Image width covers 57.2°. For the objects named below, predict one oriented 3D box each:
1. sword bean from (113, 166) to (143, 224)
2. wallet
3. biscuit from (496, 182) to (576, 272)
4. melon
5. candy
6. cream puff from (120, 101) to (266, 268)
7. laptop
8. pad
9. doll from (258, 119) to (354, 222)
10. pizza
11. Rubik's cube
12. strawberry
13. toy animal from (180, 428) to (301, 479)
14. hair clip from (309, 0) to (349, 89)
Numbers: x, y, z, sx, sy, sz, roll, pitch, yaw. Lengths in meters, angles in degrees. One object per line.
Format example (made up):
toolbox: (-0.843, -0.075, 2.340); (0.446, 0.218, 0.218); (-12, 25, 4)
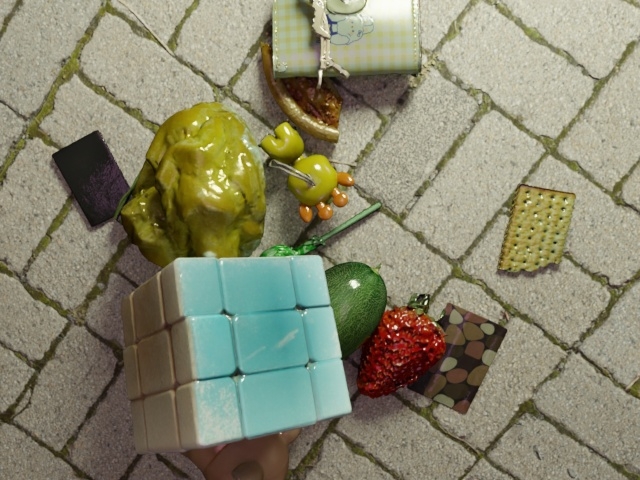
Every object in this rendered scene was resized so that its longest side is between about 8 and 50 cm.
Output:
sword bean: (-0.396, -0.152, 1.352); (0.043, 0.038, 0.269); (37, 96, 5)
wallet: (0.054, -0.448, 1.230); (0.309, 0.077, 0.224); (-1, 92, 0)
biscuit: (0.487, -0.020, 1.316); (0.143, 0.016, 0.203); (10, 99, 3)
melon: (0.039, 0.157, 1.297); (0.182, 0.182, 0.288); (44, 102, -3)
candy: (-0.001, -0.002, 1.339); (0.323, 0.097, 0.097); (-31, 95, 1)
cream puff: (-0.266, -0.090, 1.198); (0.275, 0.378, 0.379); (-6, 99, -16)
laptop: (-0.530, -0.146, 1.383); (0.135, 0.016, 0.197); (-25, 97, 7)
pad: (0.321, 0.279, 1.382); (0.158, 0.003, 0.235); (24, 100, 1)
doll: (-0.028, -0.148, 1.279); (0.143, 0.135, 0.221); (-37, 82, 7)
pizza: (-0.035, -0.330, 1.292); (0.134, 0.056, 0.271); (-27, 95, 9)
Rubik's cube: (-0.176, 0.220, 1.137); (0.321, 0.318, 0.316); (1, 72, -37)
strawberry: (0.179, 0.254, 1.338); (0.188, 0.106, 0.286); (30, 101, 3)
toy animal: (-0.206, 0.454, 1.359); (0.269, 0.237, 0.327); (-9, 103, 36)
hair clip: (0.006, -0.423, 1.179); (0.072, 0.034, 0.226); (-11, 93, -1)
